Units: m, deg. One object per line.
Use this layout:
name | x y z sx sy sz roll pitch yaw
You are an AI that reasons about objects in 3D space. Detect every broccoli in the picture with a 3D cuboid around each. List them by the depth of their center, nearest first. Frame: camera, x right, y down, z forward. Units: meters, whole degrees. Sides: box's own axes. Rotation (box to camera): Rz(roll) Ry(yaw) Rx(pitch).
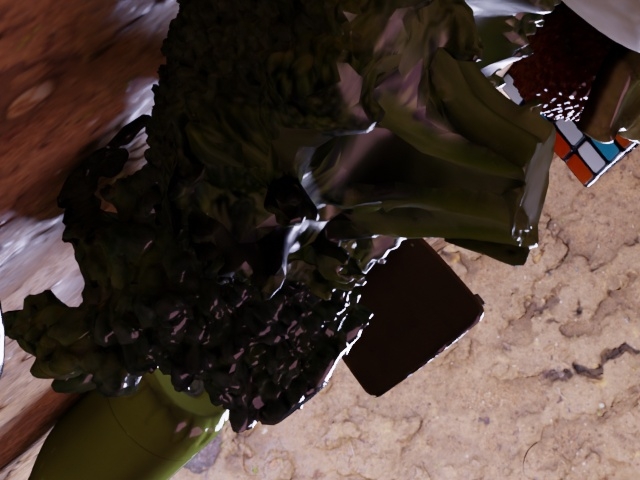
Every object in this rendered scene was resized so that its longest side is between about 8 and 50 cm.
broccoli | 0.016 -0.059 0.664 0.176 0.226 0.198 12 -147 38
broccoli | -0.083 0.028 0.887 0.198 0.177 0.275 -43 -172 -24

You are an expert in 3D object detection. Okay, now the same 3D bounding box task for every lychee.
lychee | 0.241 -0.170 1.462 0.129 0.123 0.123 -8 -164 39

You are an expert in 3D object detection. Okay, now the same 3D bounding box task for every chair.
chair | 0.062 0.053 1.654 0.160 0.186 0.319 -36 176 9

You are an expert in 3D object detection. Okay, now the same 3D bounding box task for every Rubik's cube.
Rubik's cube | 0.305 -0.175 1.614 0.154 0.151 0.155 -37 172 -20

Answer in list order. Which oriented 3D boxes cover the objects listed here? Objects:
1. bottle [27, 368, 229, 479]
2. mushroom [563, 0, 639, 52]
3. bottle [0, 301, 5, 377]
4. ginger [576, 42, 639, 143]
bottle | -0.198 0.199 1.449 0.260 0.112 0.112 -44 172 30
mushroom | 0.268 -0.255 0.828 0.313 0.224 0.397 -53 -176 -16
bottle | -0.212 0.058 0.347 0.271 0.143 0.156 -39 148 -35
ginger | 0.400 -0.193 1.307 0.358 0.211 0.413 -60 162 7
